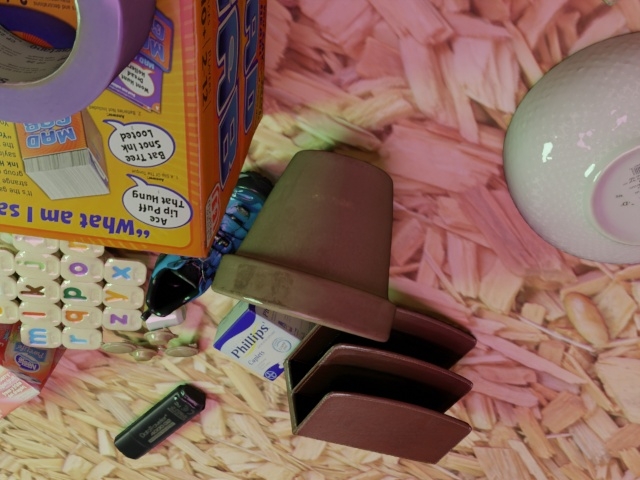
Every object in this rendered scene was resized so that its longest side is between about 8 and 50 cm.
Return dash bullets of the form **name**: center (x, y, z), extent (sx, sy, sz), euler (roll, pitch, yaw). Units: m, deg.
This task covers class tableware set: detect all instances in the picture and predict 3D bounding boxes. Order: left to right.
- **tableware set**: center (-0.320, 0.202, 1.213), extent (0.169, 0.020, 0.141), euler (-10, 154, 12)

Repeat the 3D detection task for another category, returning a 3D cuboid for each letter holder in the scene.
- **letter holder**: center (0.124, 0.239, 1.093), extent (0.302, 0.152, 0.214), euler (21, 124, -26)

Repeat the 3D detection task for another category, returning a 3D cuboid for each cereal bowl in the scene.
- **cereal bowl**: center (0.426, -0.095, 0.861), extent (0.339, 0.141, 0.338), euler (4, 127, 5)

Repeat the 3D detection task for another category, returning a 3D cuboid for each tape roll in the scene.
- **tape roll**: center (-0.225, -0.188, 0.473), extent (0.189, 0.080, 0.188), euler (3, 126, 4)

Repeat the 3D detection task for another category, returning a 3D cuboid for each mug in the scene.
- **mug**: center (-0.281, 0.126, 1.164), extent (0.064, 0.062, 0.078), euler (-5, 133, 2)

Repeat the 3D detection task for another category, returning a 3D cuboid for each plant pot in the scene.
- **plant pot**: center (0.000, 0.000, 0.910), extent (0.263, 0.263, 0.229), euler (16, 85, -4)

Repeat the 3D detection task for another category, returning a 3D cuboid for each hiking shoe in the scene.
- **hiking shoe**: center (-0.172, 0.019, 1.024), extent (0.113, 0.132, 0.304), euler (35, 123, -17)

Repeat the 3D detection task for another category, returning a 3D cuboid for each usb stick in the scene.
- **usb stick**: center (-0.347, 0.392, 1.374), extent (0.077, 0.045, 0.278), euler (42, 121, -13)

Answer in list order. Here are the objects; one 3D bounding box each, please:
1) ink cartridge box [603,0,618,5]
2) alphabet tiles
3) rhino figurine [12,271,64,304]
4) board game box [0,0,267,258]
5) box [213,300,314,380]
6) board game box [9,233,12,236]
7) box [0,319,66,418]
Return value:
- **ink cartridge box**: center (0.250, -0.377, 0.644), extent (0.088, 0.193, 0.234), euler (-32, 117, 24)
- **alphabet tiles**: center (-0.446, 0.084, 1.106), extent (0.278, 0.021, 0.284), euler (5, 128, -14)
- **rhino figurine**: center (-0.530, 0.089, 1.160), extent (0.244, 0.073, 0.106), euler (11, 122, -10)
- **board game box**: center (-0.261, -0.243, 0.707), extent (0.357, 0.356, 0.356), euler (8, 126, 1)
- **box**: center (-0.103, 0.170, 1.163), extent (0.137, 0.072, 0.126), euler (34, 122, -16)
- **board game box**: center (-0.435, -0.038, 1.073), extent (0.182, 0.043, 0.092), euler (-17, 122, 19)
- **box**: center (-0.650, 0.258, 1.249), extent (0.300, 0.154, 0.142), euler (-32, 116, 27)
